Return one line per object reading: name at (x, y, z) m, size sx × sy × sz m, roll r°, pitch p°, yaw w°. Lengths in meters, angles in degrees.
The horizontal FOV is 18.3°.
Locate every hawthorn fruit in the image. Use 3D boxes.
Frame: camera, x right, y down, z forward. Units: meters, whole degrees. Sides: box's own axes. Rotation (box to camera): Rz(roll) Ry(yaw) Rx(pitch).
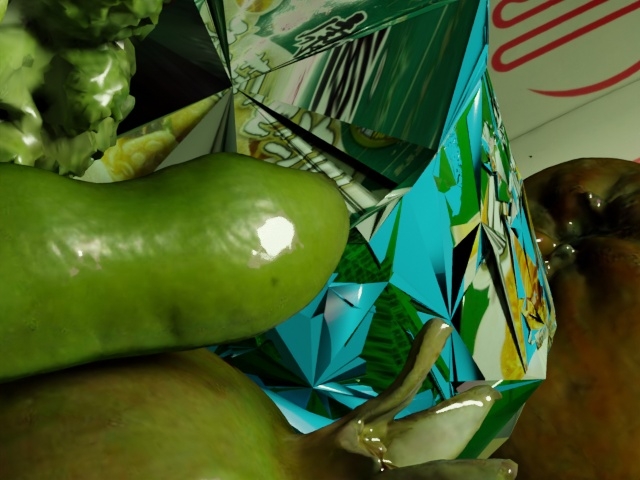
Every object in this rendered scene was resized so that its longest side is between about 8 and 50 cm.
hawthorn fruit at (0.204, 0.103, 1.273) m, size 0.301 × 0.268 × 0.267 m, roll 57°, pitch 21°, yaw -27°

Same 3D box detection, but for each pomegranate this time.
pomegranate at (-0.040, 0.105, 0.675) m, size 0.181 × 0.224 × 0.181 m, roll -23°, pitch 90°, yaw -83°

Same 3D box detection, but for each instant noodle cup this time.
instant noodle cup at (0.000, 0.000, 0.931) m, size 0.240 × 0.240 × 0.178 m, roll -91°, pitch 157°, yaw -49°

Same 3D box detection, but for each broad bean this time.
broad bean at (-0.123, 0.026, 0.599) m, size 0.318 × 0.056 × 0.098 m, roll -22°, pitch 65°, yaw -31°

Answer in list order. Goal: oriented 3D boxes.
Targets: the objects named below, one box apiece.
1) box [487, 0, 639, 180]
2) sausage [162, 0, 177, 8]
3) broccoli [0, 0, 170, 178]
box at (0.283, -0.072, 1.588) m, size 0.314 × 0.312 × 0.300 m, roll 48°, pitch 24°, yaw -42°
sausage at (-0.029, -0.175, 1.164) m, size 0.148 × 0.148 × 0.254 m, roll 58°, pitch 20°, yaw -19°
broccoli at (-0.164, -0.095, 0.745) m, size 0.254 × 0.186 × 0.302 m, roll -10°, pitch 118°, yaw -73°
